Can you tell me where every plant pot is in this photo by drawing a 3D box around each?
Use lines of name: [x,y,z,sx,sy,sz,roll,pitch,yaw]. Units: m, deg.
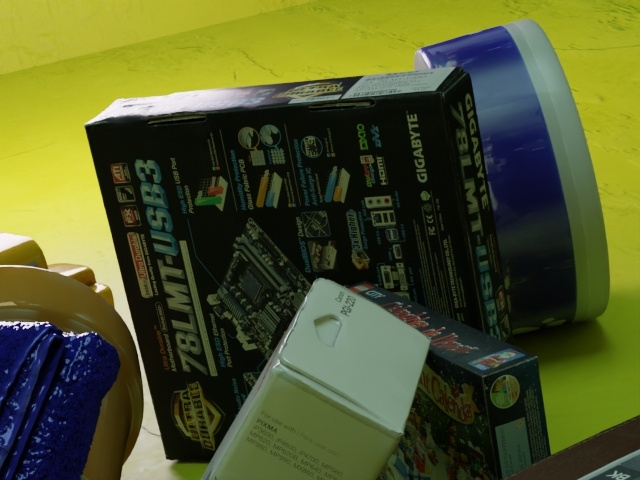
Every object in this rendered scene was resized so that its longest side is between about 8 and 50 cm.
plant pot: [-0.226,0.153,1.430,0.205,0.205,0.188,-12,33,-4]

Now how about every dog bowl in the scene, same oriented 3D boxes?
dog bowl: [0.162,-0.051,1.690,0.104,0.265,0.265,-14,17,-3]

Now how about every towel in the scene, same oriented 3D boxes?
towel: [-0.273,0.184,1.258,0.228,0.076,0.308,1,58,33]

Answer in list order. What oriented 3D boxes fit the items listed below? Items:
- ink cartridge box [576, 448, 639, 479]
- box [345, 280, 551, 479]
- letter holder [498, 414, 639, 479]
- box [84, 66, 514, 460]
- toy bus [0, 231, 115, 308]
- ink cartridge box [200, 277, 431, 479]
ink cartridge box: [0.112,0.231,0.929,0.208,0.206,0.045,-20,13,-31]
box: [0.079,0.130,1.342,0.044,0.159,0.233,-18,18,-23]
letter holder: [0.149,0.196,1.114,0.302,0.152,0.214,-21,18,-29]
box: [-0.010,0.026,1.497,0.293,0.295,0.073,-3,20,25]
toy bus: [-0.347,0.085,1.787,0.108,0.130,0.333,8,25,45]
ink cartridge box: [-0.025,0.152,1.235,0.092,0.218,0.158,28,21,0]
